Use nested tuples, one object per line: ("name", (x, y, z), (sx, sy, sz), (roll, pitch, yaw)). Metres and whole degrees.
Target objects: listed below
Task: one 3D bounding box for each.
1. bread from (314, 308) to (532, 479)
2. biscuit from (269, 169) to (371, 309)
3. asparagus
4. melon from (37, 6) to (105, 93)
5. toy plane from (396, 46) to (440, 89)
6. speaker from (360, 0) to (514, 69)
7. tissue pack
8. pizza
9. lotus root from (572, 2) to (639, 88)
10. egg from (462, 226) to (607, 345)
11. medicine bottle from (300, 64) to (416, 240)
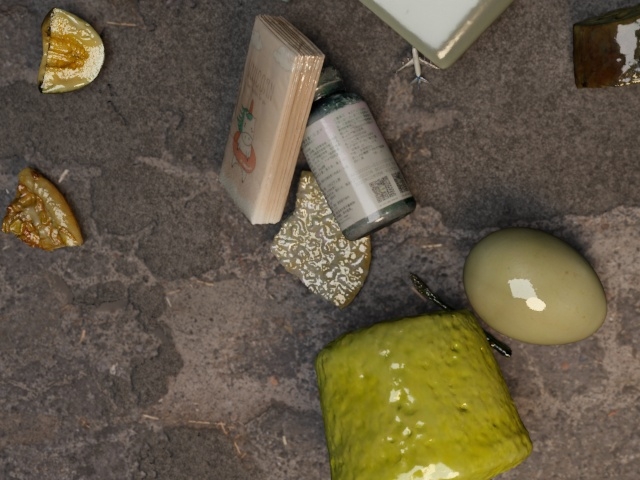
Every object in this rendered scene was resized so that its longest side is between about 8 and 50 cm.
("bread", (0.154, 0.289, 1.775), (0.348, 0.348, 0.308), (-23, 78, 16))
("biscuit", (0.000, 0.000, 1.916), (0.188, 0.040, 0.266), (-9, 96, 15))
("asparagus", (0.250, 0.136, 1.887), (0.233, 0.022, 0.023), (38, 71, 5))
("melon", (-0.467, -0.349, 1.957), (0.128, 0.079, 0.160), (12, 102, -7))
("toy plane", (0.168, -0.305, 1.819), (0.077, 0.024, 0.084), (-1, 127, 15))
("speaker", (0.119, -0.472, 1.715), (0.406, 0.183, 0.184), (40, 103, -3))
("tissue pack", (-0.091, -0.206, 1.800), (0.170, 0.071, 0.325), (53, 137, 45))
("pizza", (-0.560, -0.048, 2.034), (0.161, 0.062, 0.182), (-22, 95, 22))
("lotus root", (0.525, -0.321, 1.695), (0.234, 0.138, 0.119), (-14, 106, 10))
("egg", (0.363, 0.081, 1.765), (0.253, 0.188, 0.189), (24, 104, -2))
("medicine bottle", (0.045, -0.155, 1.819), (0.141, 0.141, 0.293), (-27, 86, 16))
